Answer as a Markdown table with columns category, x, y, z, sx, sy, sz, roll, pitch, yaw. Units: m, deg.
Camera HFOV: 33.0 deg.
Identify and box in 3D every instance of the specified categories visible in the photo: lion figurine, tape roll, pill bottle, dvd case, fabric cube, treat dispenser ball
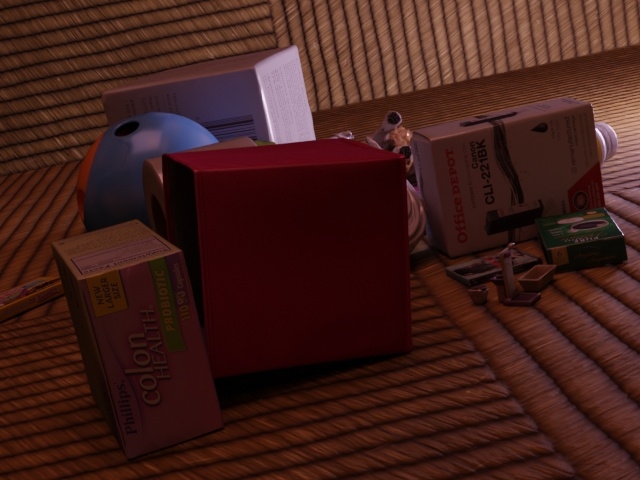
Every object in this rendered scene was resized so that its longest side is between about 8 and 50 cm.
| category | x | y | z | sx | sy | sz | roll | pitch | yaw |
| --- | --- | --- | --- | --- | --- | --- | --- | --- | --- |
| lion figurine | 0.058 | -0.127 | 2.138 | 0.392 | 0.142 | 0.240 | -22 | -10 | -15 |
| tape roll | -0.170 | -0.029 | 1.716 | 0.169 | 0.246 | 0.246 | -15 | 14 | -18 |
| pill bottle | 0.473 | -0.166 | 2.046 | 0.184 | 0.103 | 0.103 | -19 | 16 | -29 |
| dvd case | 0.254 | 0.038 | 1.589 | 0.119 | 0.013 | 0.087 | -14 | 14 | -13 |
| fabric cube | -0.050 | 0.009 | 1.383 | 0.258 | 0.254 | 0.259 | -7 | 11 | -16 |
| treat dispenser ball | -0.293 | -0.087 | 1.949 | 0.288 | 0.288 | 0.288 | -11 | 14 | 3 |

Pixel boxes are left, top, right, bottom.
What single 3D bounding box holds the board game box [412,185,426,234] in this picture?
| category | x | y | z | sx | sy | sz | roll | pitch | yaw |
| --- | --- | --- | --- | --- | --- | --- | --- | --- | --- |
| board game box | 0.216 | -0.068 | 1.982 | 0.347 | 0.056 | 0.208 | -17 | 11 | -21 |

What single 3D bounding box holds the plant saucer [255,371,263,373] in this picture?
| category | x | y | z | sx | sy | sz | roll | pitch | yaw |
| --- | --- | --- | --- | --- | --- | --- | --- | --- | --- |
| plant saucer | -0.075 | 0.153 | 1.385 | 0.083 | 0.015 | 0.083 | -10 | 13 | 2 |

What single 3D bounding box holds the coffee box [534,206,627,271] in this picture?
| category | x | y | z | sx | sy | sz | roll | pitch | yaw |
| --- | --- | --- | --- | --- | --- | --- | --- | --- | --- |
| coffee box | 0.381 | -0.003 | 1.594 | 0.113 | 0.040 | 0.184 | -10 | 13 | 7 |

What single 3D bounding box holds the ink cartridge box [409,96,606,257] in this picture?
| category | x | y | z | sx | sy | sz | roll | pitch | yaw |
| --- | --- | --- | --- | --- | --- | --- | --- | --- | --- |
| ink cartridge box | 0.300 | -0.103 | 1.732 | 0.273 | 0.197 | 0.114 | -13 | 14 | -7 |

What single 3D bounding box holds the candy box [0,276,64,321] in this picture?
| category | x | y | z | sx | sy | sz | roll | pitch | yaw |
| --- | --- | --- | --- | --- | --- | --- | --- | --- | --- |
| candy box | -0.545 | 0.108 | 1.919 | 0.105 | 0.027 | 0.206 | -4 | 15 | 39 |

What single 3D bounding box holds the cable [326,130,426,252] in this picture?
| category | x | y | z | sx | sy | sz | roll | pitch | yaw |
| --- | --- | --- | --- | --- | --- | --- | --- | --- | --- |
| cable | 0.043 | -0.058 | 1.722 | 0.257 | 0.089 | 0.257 | -12 | 52 | -42 |

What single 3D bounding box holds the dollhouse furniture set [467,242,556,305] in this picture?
| category | x | y | z | sx | sy | sz | roll | pitch | yaw |
| --- | --- | --- | --- | --- | --- | --- | --- | --- | --- |
| dollhouse furniture set | 0.262 | 0.031 | 1.467 | 0.091 | 0.081 | 0.114 | -1 | 17 | 37 |

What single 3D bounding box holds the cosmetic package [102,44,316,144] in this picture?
| category | x | y | z | sx | sy | sz | roll | pitch | yaw |
| --- | --- | --- | --- | --- | --- | --- | --- | --- | --- |
| cosmetic package | -0.208 | -0.207 | 2.282 | 0.327 | 0.329 | 0.393 | -8 | 13 | 14 |

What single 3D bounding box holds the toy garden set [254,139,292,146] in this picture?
| category | x | y | z | sx | sy | sz | roll | pitch | yaw |
| --- | --- | --- | --- | --- | --- | --- | --- | --- | --- |
| toy garden set | -0.025 | -0.074 | 1.939 | 0.244 | 0.049 | 0.203 | 7 | 62 | 16 |

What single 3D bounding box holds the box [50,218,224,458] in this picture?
| category | x | y | z | sx | sy | sz | roll | pitch | yaw |
| --- | --- | --- | --- | --- | --- | --- | --- | --- | --- |
| box | -0.221 | 0.105 | 1.277 | 0.117 | 0.213 | 0.243 | -16 | 14 | -17 |
